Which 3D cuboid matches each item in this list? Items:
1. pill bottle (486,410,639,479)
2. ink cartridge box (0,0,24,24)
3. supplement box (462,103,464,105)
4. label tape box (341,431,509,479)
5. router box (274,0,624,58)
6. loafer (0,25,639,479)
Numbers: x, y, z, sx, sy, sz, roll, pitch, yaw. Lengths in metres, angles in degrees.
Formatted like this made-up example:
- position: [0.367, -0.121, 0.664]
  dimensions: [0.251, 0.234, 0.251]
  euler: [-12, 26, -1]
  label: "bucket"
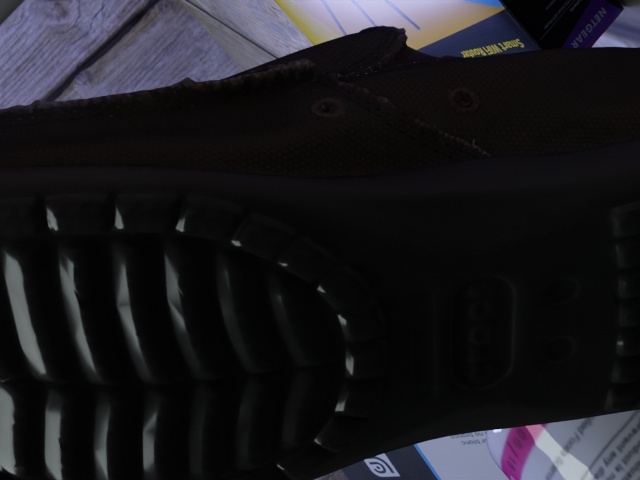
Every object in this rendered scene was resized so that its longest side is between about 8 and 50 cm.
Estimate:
- position: [0.218, 0.137, 0.600]
  dimensions: [0.283, 0.160, 0.160]
  euler: [48, 180, 28]
  label: "pill bottle"
- position: [-0.130, -0.184, 0.435]
  dimensions: [0.171, 0.232, 0.168]
  euler: [47, 179, -31]
  label: "ink cartridge box"
- position: [0.087, -0.056, 0.985]
  dimensions: [0.104, 0.081, 0.188]
  euler: [46, 179, 15]
  label: "supplement box"
- position: [0.148, 0.144, 0.909]
  dimensions: [0.240, 0.106, 0.334]
  euler: [-14, 119, 42]
  label: "label tape box"
- position: [0.029, -0.123, 0.599]
  dimensions: [0.133, 0.046, 0.179]
  euler: [46, 165, -17]
  label: "router box"
- position: [0.000, 0.000, 0.482]
  dimensions: [0.130, 0.366, 0.134]
  euler: [-108, 19, -53]
  label: "loafer"
